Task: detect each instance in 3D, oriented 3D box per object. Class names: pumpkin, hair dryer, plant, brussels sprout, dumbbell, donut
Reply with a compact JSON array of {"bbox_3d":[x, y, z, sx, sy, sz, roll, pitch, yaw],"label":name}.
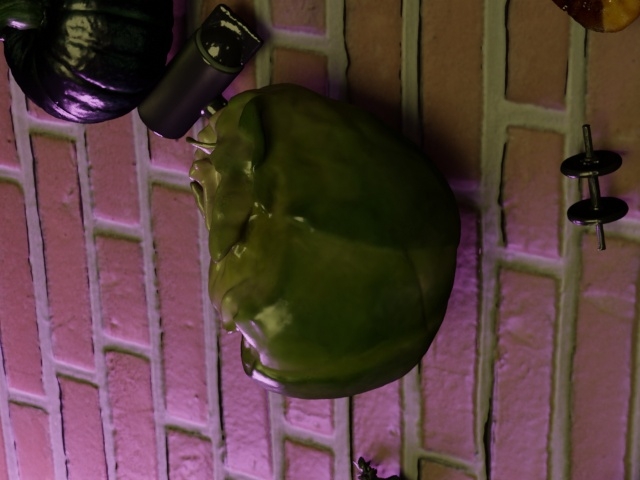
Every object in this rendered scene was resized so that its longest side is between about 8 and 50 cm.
[{"bbox_3d":[-0.312,-0.267,1.933,0.248,0.248,0.248,15,120,27],"label":"pumpkin"},{"bbox_3d":[-0.087,-0.152,1.975,0.248,0.078,0.195,44,129,-5],"label":"hair dryer"},{"bbox_3d":[0.079,0.325,2.105,0.102,0.051,0.051,39,129,18],"label":"plant"},{"bbox_3d":[0.000,0.000,1.844,0.276,0.315,0.371,111,139,-60],"label":"brussels sprout"},{"bbox_3d":[0.303,-0.058,1.750,0.069,0.069,0.147,3,115,33],"label":"dumbbell"},{"bbox_3d":[0.288,-0.286,1.639,0.140,0.059,0.140,26,142,23],"label":"donut"}]
